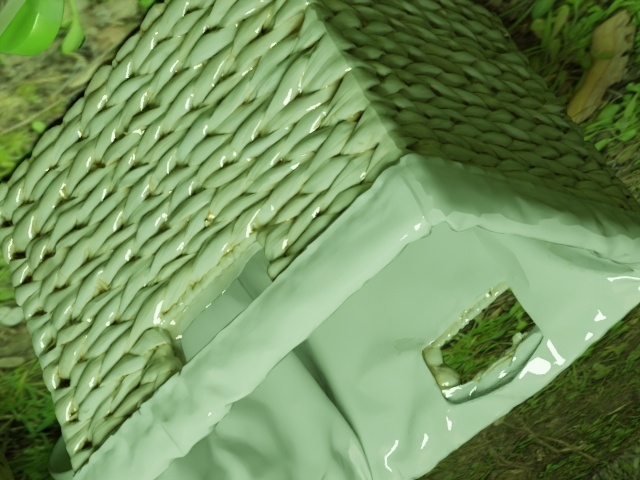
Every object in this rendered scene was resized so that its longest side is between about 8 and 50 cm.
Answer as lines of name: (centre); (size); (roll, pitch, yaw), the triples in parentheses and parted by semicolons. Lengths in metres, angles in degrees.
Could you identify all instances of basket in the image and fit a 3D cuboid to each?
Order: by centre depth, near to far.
basket: (0.000, 0.000, 0.986); (0.328, 0.266, 0.331); (-44, 151, 26)

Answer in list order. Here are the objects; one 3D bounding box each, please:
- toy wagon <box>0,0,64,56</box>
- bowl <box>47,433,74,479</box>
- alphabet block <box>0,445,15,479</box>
toy wagon: (-0.309, -0.080, 0.756); (0.267, 0.068, 0.344); (5, 138, -49)
bowl: (-0.154, 0.220, 1.308); (0.289, 0.289, 0.156); (-36, 110, 12)
alphabet block: (-0.332, 0.225, 1.126); (0.192, 0.197, 0.193); (-22, 153, -13)
